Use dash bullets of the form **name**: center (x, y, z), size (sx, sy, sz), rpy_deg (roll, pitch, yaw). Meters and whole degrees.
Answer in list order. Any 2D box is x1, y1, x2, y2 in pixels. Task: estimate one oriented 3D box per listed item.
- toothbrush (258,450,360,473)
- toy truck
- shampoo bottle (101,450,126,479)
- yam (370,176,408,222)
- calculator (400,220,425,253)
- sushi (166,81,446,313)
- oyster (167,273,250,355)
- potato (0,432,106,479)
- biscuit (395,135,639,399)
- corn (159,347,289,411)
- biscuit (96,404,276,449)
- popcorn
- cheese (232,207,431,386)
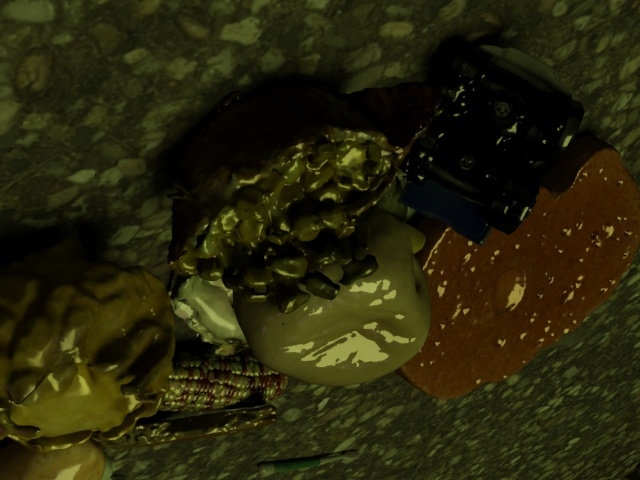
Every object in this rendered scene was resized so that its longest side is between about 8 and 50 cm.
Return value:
- **toothbrush**: center (-0.018, 0.380, 2.040), size (0.024, 0.018, 0.257), rpy_deg (-43, 152, 29)
- **toy truck**: center (0.188, -0.110, 1.357), size (0.213, 0.161, 0.177), rpy_deg (-61, 175, 5)
- **shampoo bottle**: center (-0.312, 0.307, 1.591), size (0.077, 0.045, 0.152), rpy_deg (-35, 153, 0)
- **yam**: center (0.054, -0.069, 1.365), size (0.078, 0.078, 0.179), rpy_deg (-34, 154, 0)
- **calculator**: center (0.000, 0.000, 1.377), size (0.237, 0.033, 0.157), rpy_deg (17, 149, -36)
- **sushi**: center (-0.021, -0.054, 1.194), size (0.296, 0.179, 0.166), rpy_deg (-24, 139, -18)
- **oyster**: center (-0.110, 0.072, 1.424), size (0.163, 0.081, 0.191), rpy_deg (13, 131, -20)
- **potato**: center (-0.345, 0.294, 1.461), size (0.178, 0.109, 0.118), rpy_deg (-36, 132, 9)
- **biscuit**: center (0.267, 0.051, 1.685), size (0.455, 0.078, 0.349), rpy_deg (-24, 127, -20)
- **corn**: center (-0.147, 0.178, 1.523), size (0.253, 0.086, 0.086), rpy_deg (2, 135, -48)
- **biscuit**: center (-0.166, 0.245, 1.556), size (0.229, 0.031, 0.176), rpy_deg (-14, 170, 33)
- **popcorn**: center (-0.256, 0.111, 1.202), size (0.250, 0.190, 0.250), rpy_deg (-32, 156, -17)
- **cheese**: center (0.024, 0.065, 1.317), size (0.235, 0.117, 0.218), rpy_deg (3, 134, -25)
